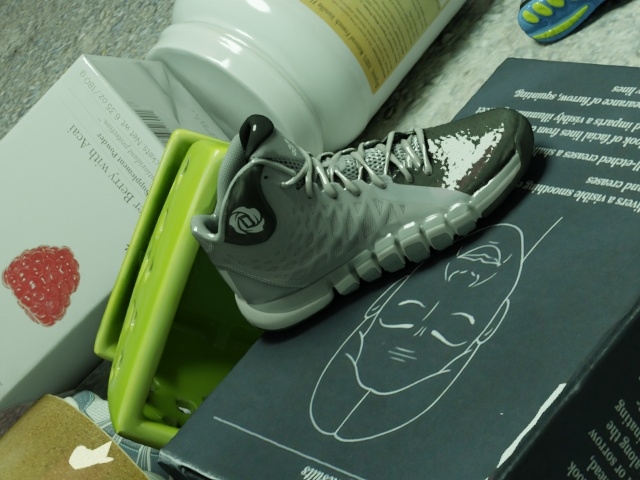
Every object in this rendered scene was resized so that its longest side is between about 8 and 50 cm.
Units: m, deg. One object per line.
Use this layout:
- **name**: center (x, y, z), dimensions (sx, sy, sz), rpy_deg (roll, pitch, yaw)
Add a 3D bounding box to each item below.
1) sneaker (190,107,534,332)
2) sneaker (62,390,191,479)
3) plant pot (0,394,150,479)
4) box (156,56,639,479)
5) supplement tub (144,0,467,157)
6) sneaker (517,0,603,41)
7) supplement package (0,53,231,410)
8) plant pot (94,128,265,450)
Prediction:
- **sneaker**: center (0.016, -0.043, 1.137), dimensions (0.229, 0.132, 0.086), rpy_deg (-33, 29, 10)
- **sneaker**: center (-0.127, 0.190, 1.462), dimensions (0.122, 0.110, 0.283), rpy_deg (-31, 31, -17)
- **plant pot**: center (-0.220, 0.275, 1.231), dimensions (0.254, 0.237, 0.237), rpy_deg (-37, 27, -21)
- **box**: center (0.147, 0.092, 1.152), dimensions (0.395, 0.212, 0.293), rpy_deg (-48, 30, -18)
- **supplement tub**: center (-0.005, -0.229, 1.765), dimensions (0.228, 0.228, 0.316), rpy_deg (6, 51, 52)
- **sneaker**: center (0.265, -0.259, 1.669), dimensions (0.188, 0.067, 0.078), rpy_deg (-29, 36, 22)
- **supplement package**: center (-0.223, -0.006, 1.629), dimensions (0.293, 0.177, 0.175), rpy_deg (-44, -10, 16)
- **plant pot**: center (-0.041, 0.045, 1.366), dimensions (0.228, 0.227, 0.207), rpy_deg (-70, 21, 6)
